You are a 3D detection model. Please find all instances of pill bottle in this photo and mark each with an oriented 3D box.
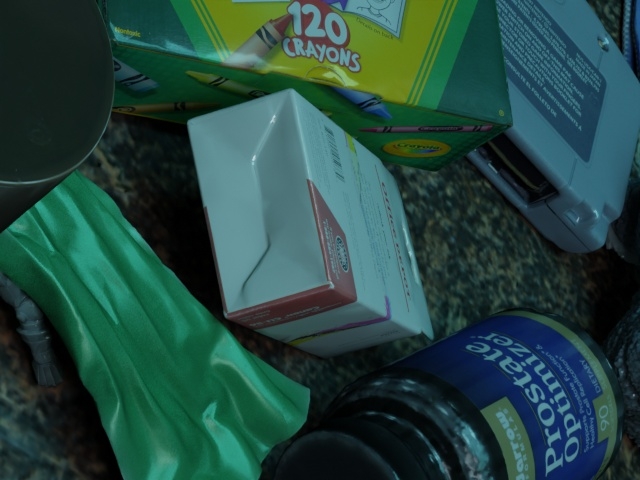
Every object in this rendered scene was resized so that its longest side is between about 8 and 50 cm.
[{"bbox_3d":[0.074,0.121,1.013,0.219,0.123,0.123,-20,86,-52],"label":"pill bottle"}]

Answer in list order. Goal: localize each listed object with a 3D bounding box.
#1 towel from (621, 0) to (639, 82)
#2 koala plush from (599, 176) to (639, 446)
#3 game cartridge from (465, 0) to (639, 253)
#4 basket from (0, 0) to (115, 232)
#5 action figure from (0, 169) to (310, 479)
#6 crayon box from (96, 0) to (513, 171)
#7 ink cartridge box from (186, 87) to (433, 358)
[{"bbox_3d":[0.383,-0.127,1.562,0.336,0.040,0.243,36,46,-30],"label":"towel"},{"bbox_3d":[0.281,0.027,1.251,0.203,0.196,0.221,14,63,-32],"label":"koala plush"},{"bbox_3d":[0.124,-0.150,1.274,0.294,0.060,0.196,45,46,-23],"label":"game cartridge"},{"bbox_3d":[-0.200,-0.040,0.709,0.204,0.227,0.154,19,57,-42],"label":"basket"},{"bbox_3d":[-0.110,0.039,0.898,0.232,0.063,0.137,54,42,-18],"label":"action figure"},{"bbox_3d":[-0.026,-0.148,1.038,0.278,0.081,0.165,8,65,-33],"label":"crayon box"},{"bbox_3d":[0.000,0.000,1.009,0.198,0.067,0.115,32,44,-66],"label":"ink cartridge box"}]
